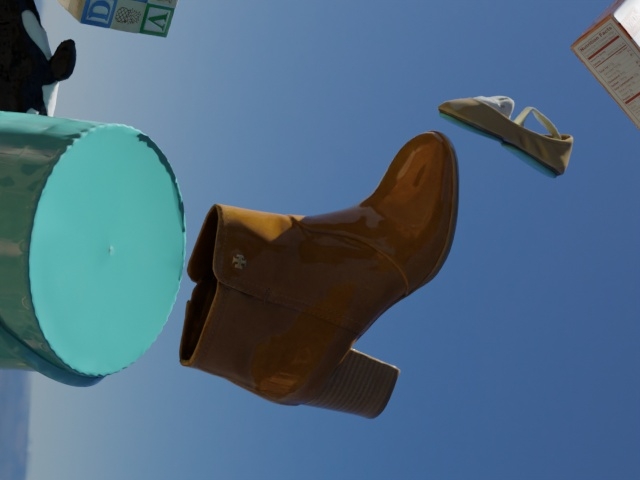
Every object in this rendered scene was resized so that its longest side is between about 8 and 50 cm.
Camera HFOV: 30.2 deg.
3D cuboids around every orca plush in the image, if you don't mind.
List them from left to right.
[{"bbox_3d":[-0.382,-0.254,1.449,0.102,0.151,0.287,-1,101,-71],"label":"orca plush"}]

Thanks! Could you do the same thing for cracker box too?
[{"bbox_3d":[0.387,-0.164,1.270,0.067,0.232,0.156,-37,-176,44],"label":"cracker box"}]

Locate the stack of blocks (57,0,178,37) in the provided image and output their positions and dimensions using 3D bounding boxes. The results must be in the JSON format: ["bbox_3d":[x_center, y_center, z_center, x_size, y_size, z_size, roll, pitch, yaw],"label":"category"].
[{"bbox_3d":[-0.208,-0.416,1.507,0.087,0.171,0.297,44,-59,45],"label":"stack of blocks"}]

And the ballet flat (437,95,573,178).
[{"bbox_3d":[0.259,-0.160,1.641,0.080,0.232,0.073,31,-84,57],"label":"ballet flat"}]

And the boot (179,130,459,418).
[{"bbox_3d":[-0.001,0.001,1.054,0.104,0.211,0.295,-7,-118,59],"label":"boot"}]

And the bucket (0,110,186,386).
[{"bbox_3d":[-0.271,0.004,1.146,0.281,0.183,0.281,-18,110,-60],"label":"bucket"}]
